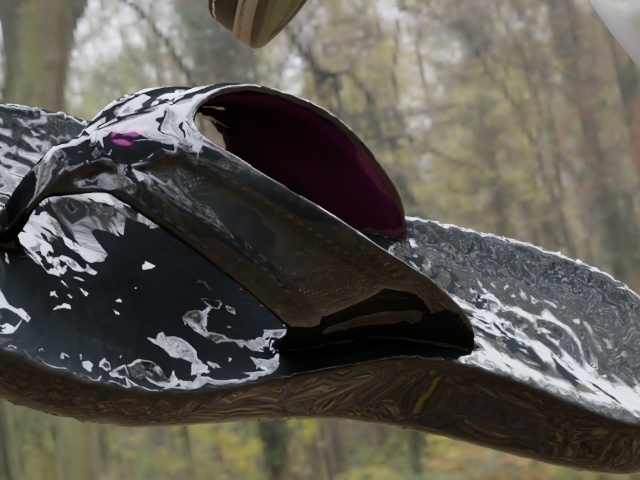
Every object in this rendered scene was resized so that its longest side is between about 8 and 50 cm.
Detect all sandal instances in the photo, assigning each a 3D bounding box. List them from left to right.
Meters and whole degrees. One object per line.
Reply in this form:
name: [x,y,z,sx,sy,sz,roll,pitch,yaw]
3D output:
sandal: [0.000,-0.001,0.696,0.445,0.168,0.107,11,-55,-33]

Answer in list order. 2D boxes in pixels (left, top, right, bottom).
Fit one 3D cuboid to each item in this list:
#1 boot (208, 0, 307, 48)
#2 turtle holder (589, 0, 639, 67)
boot: [-0.105,-0.341,1.101,0.284,0.377,0.138,24,42,15]
turtle holder: [0.165,-0.123,0.392,0.320,0.243,0.227,15,-51,-47]
